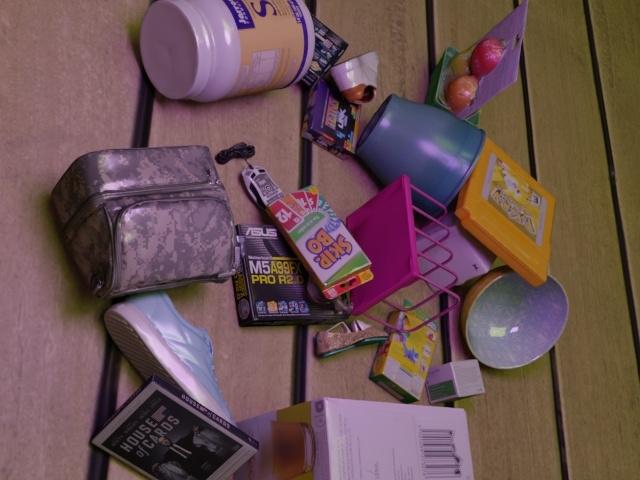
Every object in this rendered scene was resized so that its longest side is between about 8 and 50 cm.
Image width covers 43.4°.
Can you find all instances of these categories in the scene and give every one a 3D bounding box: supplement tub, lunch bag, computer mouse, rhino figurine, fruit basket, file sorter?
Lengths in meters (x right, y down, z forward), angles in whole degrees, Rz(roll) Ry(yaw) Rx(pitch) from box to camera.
[{"bbox_3d":[-0.202,-0.434,1.768,0.331,0.241,0.241,-21,85,-43],"label":"supplement tub"},{"bbox_3d":[-0.314,-0.026,1.509,0.305,0.213,0.256,-8,73,-42],"label":"lunch bag"},{"bbox_3d":[-0.149,-0.133,1.819,0.106,0.042,0.193,-32,87,-48],"label":"computer mouse"},{"bbox_3d":[0.029,0.048,1.780,0.106,0.073,0.243,23,54,-18],"label":"rhino figurine"},{"bbox_3d":[0.447,-0.459,2.240,0.165,0.353,0.327,33,53,-23],"label":"fruit basket"},{"bbox_3d":[0.197,0.041,1.882,0.182,0.202,0.290,28,43,-31],"label":"file sorter"}]

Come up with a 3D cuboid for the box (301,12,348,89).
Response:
[{"bbox_3d":[-0.058,-0.505,2.018,0.220,0.051,0.175,38,50,-4],"label":"box"}]

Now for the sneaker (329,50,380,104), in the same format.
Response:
[{"bbox_3d":[0.099,-0.413,2.078,0.123,0.106,0.290,66,24,-11],"label":"sneaker"}]

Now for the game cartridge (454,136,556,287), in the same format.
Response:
[{"bbox_3d":[0.469,-0.079,2.003,0.285,0.053,0.323,38,41,-15],"label":"game cartridge"}]

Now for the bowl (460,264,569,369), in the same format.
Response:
[{"bbox_3d":[0.482,0.174,2.102,0.289,0.289,0.156,33,12,-25],"label":"bowl"}]

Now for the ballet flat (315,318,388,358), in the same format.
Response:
[{"bbox_3d":[0.072,0.214,1.827,0.206,0.073,0.067,-7,73,-43],"label":"ballet flat"}]

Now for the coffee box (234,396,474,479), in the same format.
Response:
[{"bbox_3d":[0.058,0.496,1.511,0.338,0.334,0.337,12,65,-34],"label":"coffee box"}]

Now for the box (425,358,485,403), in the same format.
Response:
[{"bbox_3d":[0.325,0.344,1.957,0.102,0.101,0.087,3,69,-39],"label":"box"}]

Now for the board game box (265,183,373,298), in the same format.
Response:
[{"bbox_3d":[0.000,0.000,1.740,0.124,0.039,0.259,-25,67,-24],"label":"board game box"}]

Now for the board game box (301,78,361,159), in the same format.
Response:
[{"bbox_3d":[0.030,-0.310,2.037,0.141,0.048,0.170,27,56,-30],"label":"board game box"}]

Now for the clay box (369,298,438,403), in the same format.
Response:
[{"bbox_3d":[0.205,0.263,1.927,0.127,0.053,0.222,38,50,-20],"label":"clay box"}]

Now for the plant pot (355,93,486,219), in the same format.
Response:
[{"bbox_3d":[0.237,-0.232,2.043,0.255,0.271,0.271,32,53,-8],"label":"plant pot"}]

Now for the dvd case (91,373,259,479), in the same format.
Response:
[{"bbox_3d":[-0.257,0.359,1.430,0.239,0.179,0.029,38,19,-21],"label":"dvd case"}]

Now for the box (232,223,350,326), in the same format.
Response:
[{"bbox_3d":[-0.069,0.078,1.777,0.270,0.060,0.216,4,69,-39],"label":"box"}]

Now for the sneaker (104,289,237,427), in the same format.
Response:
[{"bbox_3d":[-0.239,0.239,1.516,0.150,0.135,0.366,-39,99,-40],"label":"sneaker"}]

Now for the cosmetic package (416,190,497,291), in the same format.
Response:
[{"bbox_3d":[0.403,-0.043,2.129,0.155,0.197,0.365,54,46,-9],"label":"cosmetic package"}]
